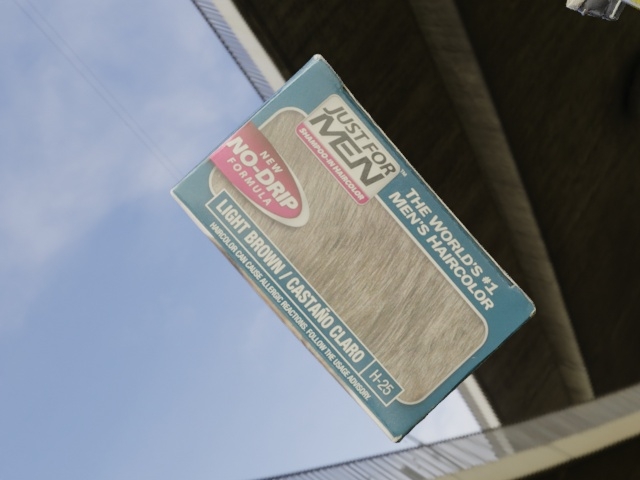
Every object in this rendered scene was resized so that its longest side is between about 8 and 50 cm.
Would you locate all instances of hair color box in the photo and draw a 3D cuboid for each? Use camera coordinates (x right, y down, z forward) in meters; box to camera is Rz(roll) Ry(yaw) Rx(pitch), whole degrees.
[{"bbox_3d":[0.000,0.000,0.590,0.105,0.174,0.347,-42,5,-4],"label":"hair color box"}]

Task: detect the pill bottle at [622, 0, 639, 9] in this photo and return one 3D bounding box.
[{"bbox_3d":[0.234,-0.221,0.610,0.103,0.184,0.103,-34,-33,-26],"label":"pill bottle"}]

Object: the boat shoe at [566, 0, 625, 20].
[{"bbox_3d":[0.337,-0.307,0.903,0.075,0.064,0.206,-65,5,-29],"label":"boat shoe"}]
